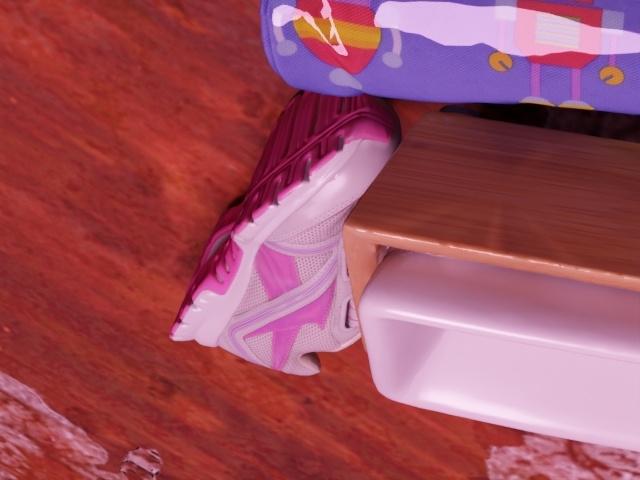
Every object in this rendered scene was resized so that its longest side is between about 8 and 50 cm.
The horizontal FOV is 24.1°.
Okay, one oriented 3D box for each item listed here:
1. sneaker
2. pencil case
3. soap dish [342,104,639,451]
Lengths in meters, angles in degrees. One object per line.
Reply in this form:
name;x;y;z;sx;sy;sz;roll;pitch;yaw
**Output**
sneaker;0.000;0.000;0.912;0.111;0.103;0.252;25;144;-8
pencil case;0.124;-0.119;0.711;0.306;0.133;0.119;7;112;15
soap dish;0.164;0.033;0.792;0.291;0.118;0.229;10;162;9
